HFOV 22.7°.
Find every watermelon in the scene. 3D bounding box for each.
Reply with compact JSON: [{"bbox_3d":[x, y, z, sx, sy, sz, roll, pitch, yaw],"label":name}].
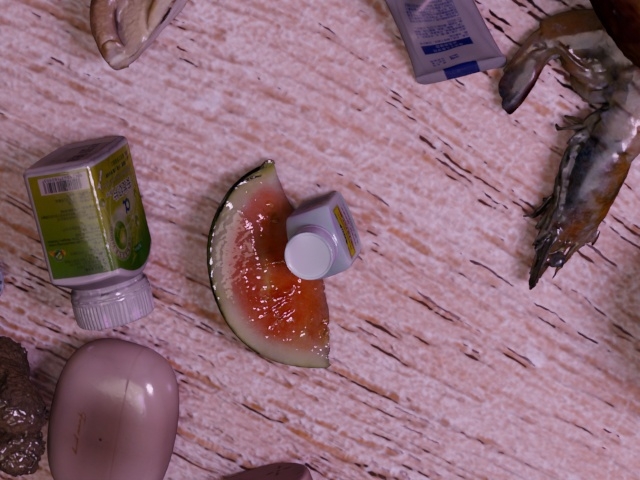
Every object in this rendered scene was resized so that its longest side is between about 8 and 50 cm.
[{"bbox_3d":[-0.060,0.038,1.733,0.119,0.063,0.245,-15,102,2],"label":"watermelon"}]

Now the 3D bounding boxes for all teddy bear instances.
[{"bbox_3d":[-0.391,0.160,1.801,0.251,0.129,0.182,27,139,19],"label":"teddy bear"}]

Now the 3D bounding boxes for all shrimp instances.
[{"bbox_3d":[0.243,-0.098,1.629,0.169,0.058,0.296,30,106,10],"label":"shrimp"}]

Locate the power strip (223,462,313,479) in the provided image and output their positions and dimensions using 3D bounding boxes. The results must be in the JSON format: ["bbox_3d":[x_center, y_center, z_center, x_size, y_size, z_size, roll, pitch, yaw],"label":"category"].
[{"bbox_3d":[-0.069,0.309,1.762,0.154,0.154,0.078,-17,99,16],"label":"power strip"}]

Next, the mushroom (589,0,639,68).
[{"bbox_3d":[0.410,-0.270,1.396,0.334,0.356,0.331,-19,114,-7],"label":"mushroom"}]

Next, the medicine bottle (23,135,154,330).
[{"bbox_3d":[-0.242,-0.006,1.715,0.088,0.132,0.189,-9,105,14],"label":"medicine bottle"}]

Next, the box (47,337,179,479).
[{"bbox_3d":[-0.234,0.208,1.798,0.146,0.088,0.200,16,109,9],"label":"box"}]

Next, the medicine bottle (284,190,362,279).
[{"bbox_3d":[0.000,0.000,1.672,0.055,0.118,0.074,-17,101,17],"label":"medicine bottle"}]

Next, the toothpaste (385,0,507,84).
[{"bbox_3d":[0.098,-0.245,1.552,0.096,0.061,0.266,-11,143,20],"label":"toothpaste"}]

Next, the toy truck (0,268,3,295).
[{"bbox_3d":[-0.417,0.047,1.798,0.111,0.077,0.076,11,108,9],"label":"toy truck"}]

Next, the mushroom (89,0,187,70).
[{"bbox_3d":[-0.170,-0.277,1.653,0.094,0.072,0.210,37,106,-2],"label":"mushroom"}]
